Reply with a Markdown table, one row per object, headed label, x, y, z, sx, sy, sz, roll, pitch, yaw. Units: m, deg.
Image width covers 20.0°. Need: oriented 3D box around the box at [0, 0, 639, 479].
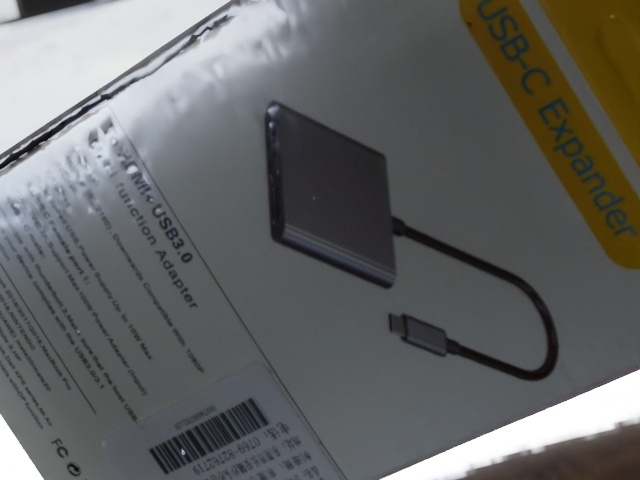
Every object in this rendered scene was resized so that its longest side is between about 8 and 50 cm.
| label | x | y | z | sx | sy | sz | roll | pitch | yaw |
| --- | --- | --- | --- | --- | --- | --- | --- | --- | --- |
| box | 0.000 | 0.000 | 0.470 | 0.247 | 0.129 | 0.033 | -28 | -174 | 35 |
